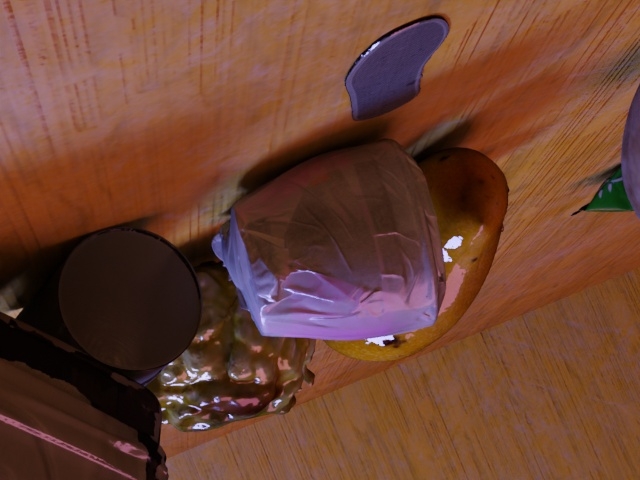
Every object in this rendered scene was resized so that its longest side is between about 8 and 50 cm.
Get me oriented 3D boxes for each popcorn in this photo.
[{"bbox_3d":[-0.102,0.097,1.674,0.189,0.169,0.218,-8,174,-35],"label":"popcorn"}]

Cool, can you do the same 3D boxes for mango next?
[{"bbox_3d":[0.097,0.015,1.655,0.120,0.177,0.295,29,138,-21],"label":"mango"}]

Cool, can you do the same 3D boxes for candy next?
[{"bbox_3d":[0.437,-0.078,2.233,0.203,0.078,0.141,-22,172,32],"label":"candy"}]

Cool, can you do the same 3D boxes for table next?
[{"bbox_3d":[-0.195,0.081,1.487,0.126,0.126,0.220,-18,168,-28],"label":"table"}]

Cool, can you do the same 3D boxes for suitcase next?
[{"bbox_3d":[-0.328,0.164,1.350,0.352,0.194,0.339,-23,141,34],"label":"suitcase"}]

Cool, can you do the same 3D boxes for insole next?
[{"bbox_3d":[0.053,-0.123,1.291,0.080,0.003,0.232,-22,171,-7],"label":"insole"}]

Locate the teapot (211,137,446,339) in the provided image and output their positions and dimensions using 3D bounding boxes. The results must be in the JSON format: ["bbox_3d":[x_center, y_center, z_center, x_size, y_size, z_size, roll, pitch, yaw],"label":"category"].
[{"bbox_3d":[-0.001,-0.010,1.477,0.178,0.221,0.163,-12,130,-7],"label":"teapot"}]

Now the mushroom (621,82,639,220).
[{"bbox_3d":[0.443,-0.090,1.616,0.297,0.297,0.290,-29,-170,35],"label":"mushroom"}]
